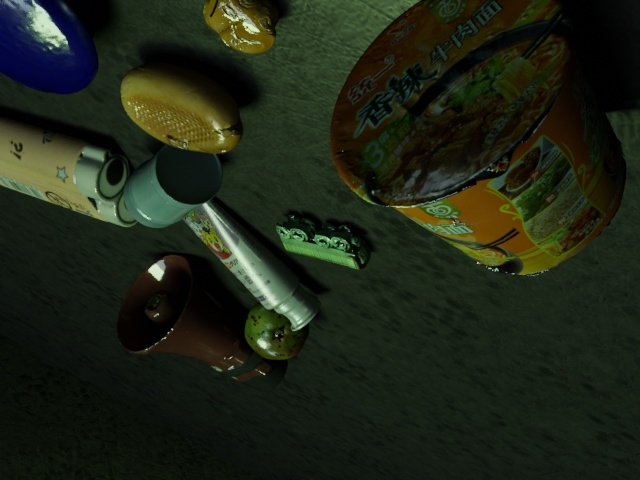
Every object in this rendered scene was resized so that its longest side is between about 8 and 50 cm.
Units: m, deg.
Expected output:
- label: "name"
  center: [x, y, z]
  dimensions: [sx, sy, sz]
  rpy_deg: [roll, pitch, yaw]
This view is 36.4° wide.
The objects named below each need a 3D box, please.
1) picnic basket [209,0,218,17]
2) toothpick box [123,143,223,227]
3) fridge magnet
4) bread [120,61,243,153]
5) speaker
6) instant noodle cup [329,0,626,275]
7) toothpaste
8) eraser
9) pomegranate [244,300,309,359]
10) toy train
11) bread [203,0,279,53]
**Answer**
- label: "picnic basket"
  center: [-0.118, -0.265, 0.956]
  dimensions: [0.065, 0.083, 0.083]
  rpy_deg: [33, 159, -19]
- label: "toothpick box"
  center: [-0.213, -0.081, 1.401]
  dimensions: [0.101, 0.101, 0.153]
  rpy_deg: [38, 154, -17]
- label: "fridge magnet"
  center: [-0.382, -0.282, 1.186]
  dimensions: [0.266, 0.112, 0.265]
  rpy_deg: [26, 156, 12]
- label: "bread"
  center: [-0.167, -0.167, 1.214]
  dimensions: [0.189, 0.077, 0.114]
  rpy_deg: [18, 133, 28]
- label: "speaker"
  center: [-0.242, 0.186, 1.872]
  dimensions: [0.259, 0.198, 0.329]
  rpy_deg: [-6, 147, 34]
- label: "instant noodle cup"
  center: [0.150, -0.086, 0.854]
  dimensions: [0.230, 0.230, 0.182]
  rpy_deg: [5, 155, 44]
- label: "toothpaste"
  center: [-0.124, 0.021, 1.551]
  dimensions: [0.299, 0.073, 0.114]
  rpy_deg: [45, 153, -13]
- label: "eraser"
  center: [-0.434, -0.115, 1.609]
  dimensions: [0.291, 0.087, 0.171]
  rpy_deg: [18, 156, 28]
- label: "pomegranate"
  center: [-0.077, 0.148, 1.693]
  dimensions: [0.115, 0.114, 0.142]
  rpy_deg: [35, -176, -10]
- label: "toy train"
  center: [0.000, 0.000, 1.392]
  dimensions: [0.148, 0.038, 0.071]
  rpy_deg: [14, 151, 34]
- label: "bread"
  center: [-0.083, -0.234, 1.020]
  dimensions: [0.081, 0.046, 0.083]
  rpy_deg: [8, 147, 36]
